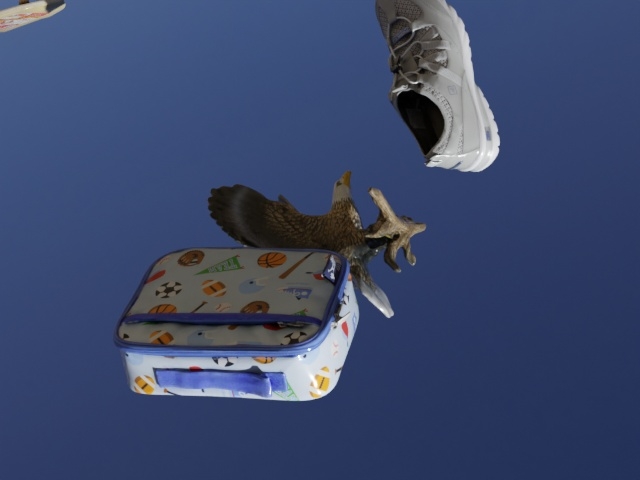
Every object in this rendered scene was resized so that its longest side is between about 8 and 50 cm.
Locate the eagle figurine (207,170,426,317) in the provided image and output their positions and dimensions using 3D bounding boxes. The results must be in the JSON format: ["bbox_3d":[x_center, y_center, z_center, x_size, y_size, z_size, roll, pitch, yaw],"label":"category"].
[{"bbox_3d":[0.003,-0.008,2.146,0.298,0.226,0.225,-7,-151,27],"label":"eagle figurine"}]

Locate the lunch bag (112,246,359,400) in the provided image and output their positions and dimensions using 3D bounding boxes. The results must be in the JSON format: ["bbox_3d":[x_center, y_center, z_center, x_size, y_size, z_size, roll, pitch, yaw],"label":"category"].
[{"bbox_3d":[-0.101,0.108,1.788,0.303,0.115,0.243,-1,-149,17],"label":"lunch bag"}]

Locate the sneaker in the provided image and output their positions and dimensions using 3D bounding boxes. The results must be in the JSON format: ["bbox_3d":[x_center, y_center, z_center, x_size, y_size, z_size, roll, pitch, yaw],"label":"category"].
[{"bbox_3d":[0.134,-0.219,1.801,0.115,0.281,0.105,-9,157,-40],"label":"sneaker"}]

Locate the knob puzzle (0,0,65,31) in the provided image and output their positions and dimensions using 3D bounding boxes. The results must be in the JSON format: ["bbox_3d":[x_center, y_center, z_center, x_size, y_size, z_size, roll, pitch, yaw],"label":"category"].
[{"bbox_3d":[-0.553,-0.420,2.543,0.213,0.030,0.213,-16,-177,1],"label":"knob puzzle"}]
